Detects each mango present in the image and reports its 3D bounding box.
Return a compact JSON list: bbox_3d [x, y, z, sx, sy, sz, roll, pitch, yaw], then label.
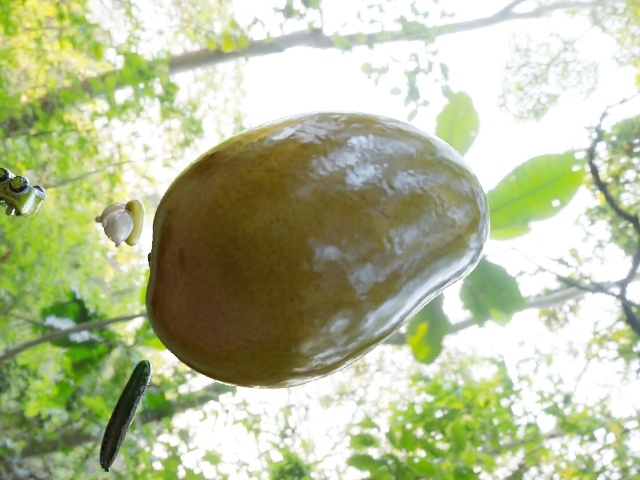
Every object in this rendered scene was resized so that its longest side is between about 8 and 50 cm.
[{"bbox_3d":[0.000,0.000,0.906,0.221,0.378,0.263,155,-84,-73],"label":"mango"}]

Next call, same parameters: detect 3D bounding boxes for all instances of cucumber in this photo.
[{"bbox_3d":[-0.295,0.260,1.326,0.033,0.036,0.184,34,-78,45],"label":"cucumber"}]

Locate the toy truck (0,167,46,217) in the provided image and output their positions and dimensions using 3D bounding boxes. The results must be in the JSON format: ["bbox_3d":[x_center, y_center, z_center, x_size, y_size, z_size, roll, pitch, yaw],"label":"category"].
[{"bbox_3d":[-0.563,-0.084,1.615,0.111,0.076,0.076,22,-9,20],"label":"toy truck"}]

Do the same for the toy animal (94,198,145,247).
[{"bbox_3d":[-0.397,-0.030,1.732,0.082,0.114,0.091,11,-55,22],"label":"toy animal"}]
